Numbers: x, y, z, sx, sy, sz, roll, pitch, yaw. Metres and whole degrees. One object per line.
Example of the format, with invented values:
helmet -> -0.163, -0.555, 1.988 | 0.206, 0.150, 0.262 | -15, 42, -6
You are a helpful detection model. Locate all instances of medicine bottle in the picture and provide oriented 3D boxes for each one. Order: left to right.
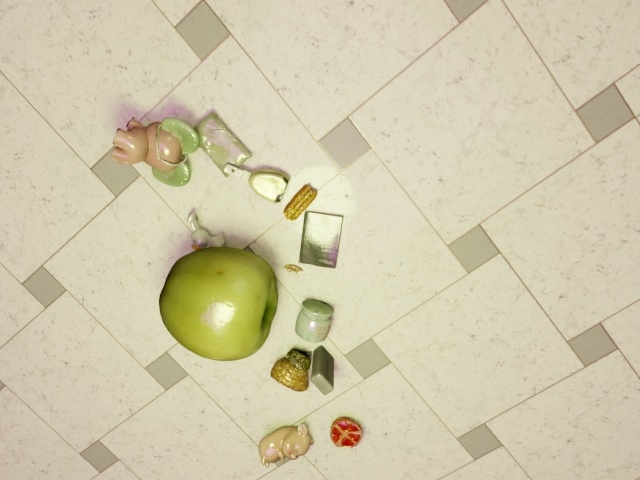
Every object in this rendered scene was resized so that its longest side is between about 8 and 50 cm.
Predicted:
medicine bottle -> -0.025, 0.333, 1.923 | 0.147, 0.147, 0.143 | 16, 106, 0

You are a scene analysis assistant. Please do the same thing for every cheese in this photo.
cheese -> -0.252, -0.240, 1.799 | 0.251, 0.054, 0.127 | 22, 109, -8

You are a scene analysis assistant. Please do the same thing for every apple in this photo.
apple -> -0.387, 0.237, 1.771 | 0.474, 0.473, 0.473 | 2, 108, 5

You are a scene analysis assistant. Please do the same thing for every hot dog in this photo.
hot dog -> -0.084, -0.147, 1.829 | 0.071, 0.045, 0.165 | 40, 106, -10

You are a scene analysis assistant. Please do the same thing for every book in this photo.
book -> 0.000, 0.000, 1.879 | 0.160, 0.024, 0.228 | 8, 108, 3

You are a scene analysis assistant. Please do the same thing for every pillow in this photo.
pillow -> -0.392, -0.369, 1.786 | 0.148, 0.050, 0.229 | -38, 104, 21

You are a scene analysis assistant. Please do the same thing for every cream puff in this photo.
cream puff -> -0.107, 0.550, 2.009 | 0.183, 0.183, 0.169 | 27, 85, -4

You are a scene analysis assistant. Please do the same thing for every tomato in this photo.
tomato -> 0.121, 0.875, 2.123 | 0.156, 0.069, 0.155 | 2, 107, 8

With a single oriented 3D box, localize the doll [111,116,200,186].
doll -> -0.606, -0.337, 1.729 | 0.268, 0.216, 0.284 | 21, 126, -7

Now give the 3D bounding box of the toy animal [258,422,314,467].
toy animal -> -0.164, 0.945, 2.131 | 0.250, 0.154, 0.166 | -13, 149, 1

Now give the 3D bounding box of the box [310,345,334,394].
box -> 0.011, 0.541, 1.935 | 0.055, 0.243, 0.103 | -38, 101, 12

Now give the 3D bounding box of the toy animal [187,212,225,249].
toy animal -> -0.486, -0.022, 1.896 | 0.182, 0.131, 0.127 | 29, 76, -12

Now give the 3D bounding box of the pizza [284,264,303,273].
pizza -> -0.113, 0.121, 1.932 | 0.083, 0.016, 0.037 | 14, 115, -1
